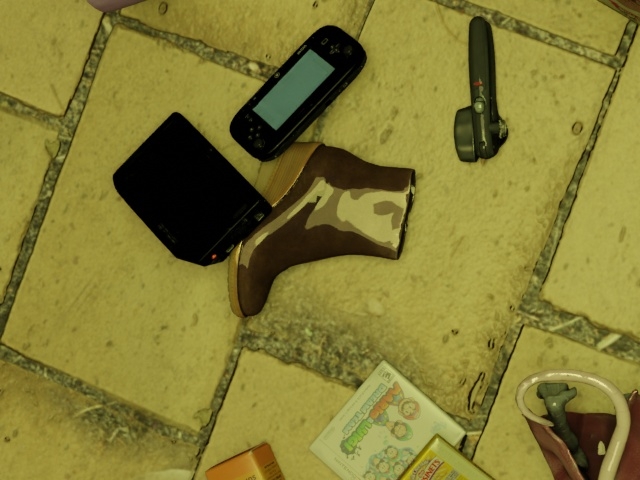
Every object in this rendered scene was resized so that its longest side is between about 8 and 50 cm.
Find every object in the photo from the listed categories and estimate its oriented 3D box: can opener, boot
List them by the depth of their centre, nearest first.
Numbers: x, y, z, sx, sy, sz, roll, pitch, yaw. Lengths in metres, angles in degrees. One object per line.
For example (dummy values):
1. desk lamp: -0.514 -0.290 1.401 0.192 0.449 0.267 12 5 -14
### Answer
1. can opener: 0.203 -0.192 1.808 0.073 0.059 0.186 0 90 13
2. boot: 0.000 0.000 1.836 0.207 0.090 0.248 15 89 16

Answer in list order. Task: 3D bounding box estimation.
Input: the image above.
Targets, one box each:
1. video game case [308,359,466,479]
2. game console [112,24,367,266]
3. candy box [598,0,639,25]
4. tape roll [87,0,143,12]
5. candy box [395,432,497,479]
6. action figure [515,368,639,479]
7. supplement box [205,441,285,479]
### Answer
1. video game case: 0.087 0.259 1.854 0.143 0.019 0.157 41 98 10
2. game console: -0.095 -0.142 1.851 0.361 0.044 0.213 -46 55 0
3. candy box: 0.393 -0.299 1.676 0.159 0.233 0.071 34 97 12
4. tape roll: -0.275 -0.433 1.807 0.090 0.275 0.274 -17 86 12
5. candy box: 0.124 0.357 1.830 0.105 0.027 0.206 39 98 -4
6. action figure: 0.354 0.354 1.667 0.248 0.275 0.370 -2 70 15
7. supplement box: -0.063 0.387 1.858 0.078 0.080 0.233 -27 86 14
